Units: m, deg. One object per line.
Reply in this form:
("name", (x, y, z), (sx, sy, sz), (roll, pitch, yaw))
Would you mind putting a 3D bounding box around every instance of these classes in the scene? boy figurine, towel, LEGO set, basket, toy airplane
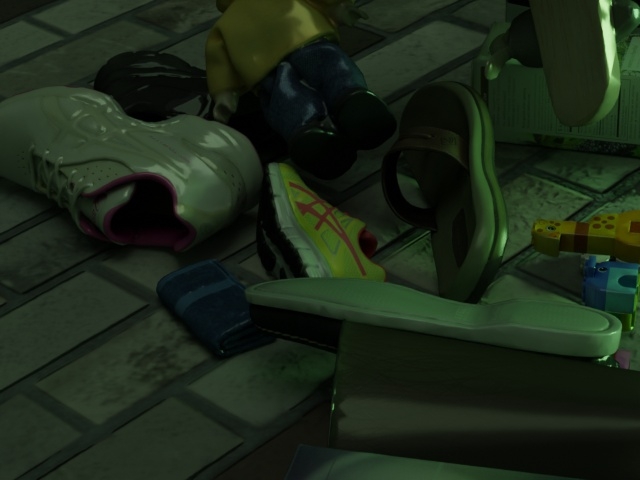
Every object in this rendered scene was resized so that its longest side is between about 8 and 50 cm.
("boy figurine", (-0.041, -0.185, 1.548), (0.177, 0.092, 0.285), (-40, 51, 10))
("towel", (-0.091, 0.055, 1.383), (0.067, 0.029, 0.119), (-20, 36, -24))
("LEGO set", (0.221, 0.030, 1.347), (0.093, 0.087, 0.227), (6, 32, 13))
("basket", (0.121, 0.148, 1.113), (0.227, 0.154, 0.204), (3, 34, 3))
("toy airplane", (0.197, -0.357, 1.514), (0.384, 0.386, 0.272), (34, 13, 16))

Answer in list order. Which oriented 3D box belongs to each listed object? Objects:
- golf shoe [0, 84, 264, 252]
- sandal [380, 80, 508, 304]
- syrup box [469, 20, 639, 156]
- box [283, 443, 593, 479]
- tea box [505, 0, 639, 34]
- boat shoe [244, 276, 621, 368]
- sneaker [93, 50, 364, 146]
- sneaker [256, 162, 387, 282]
("golf shoe", (-0.211, -0.065, 1.514), (0.306, 0.115, 0.140), (10, 37, 21))
("sandal", (0.103, -0.057, 1.450), (0.086, 0.120, 0.303), (12, 31, -12))
("syrup box", (0.276, -0.152, 1.624), (0.237, 0.096, 0.093), (7, 35, 17))
("box", (0.091, 0.279, 0.869), (0.294, 0.182, 0.296), (4, 32, 14))
("tea box", (0.389, -0.342, 1.708), (0.329, 0.323, 0.220), (15, 36, 26))
("boat shoe", (0.081, 0.089, 1.257), (0.303, 0.091, 0.114), (9, 14, 21))
("sneaker", (-0.094, -0.126, 1.627), (0.286, 0.109, 0.130), (-6, 41, 8))
("sneaker", (0.000, 0.000, 1.432), (0.094, 0.081, 0.208), (-4, 37, -16))
